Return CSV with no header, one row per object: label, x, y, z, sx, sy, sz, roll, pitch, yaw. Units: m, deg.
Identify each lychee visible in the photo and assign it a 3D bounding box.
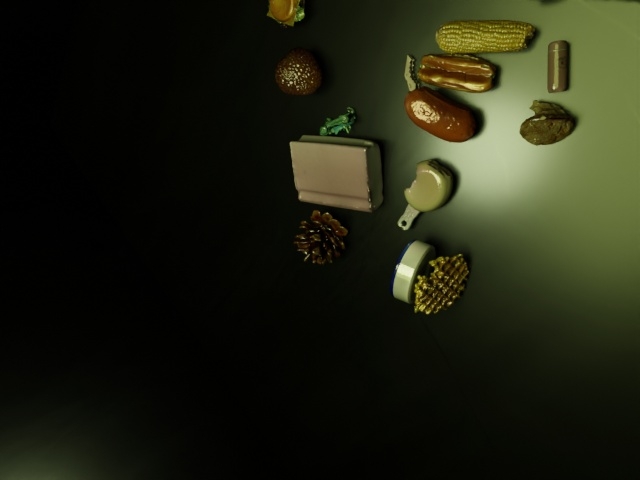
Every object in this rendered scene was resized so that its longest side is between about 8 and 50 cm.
lychee,-0.087,-0.660,1.820,0.194,0.194,0.195,13,112,34

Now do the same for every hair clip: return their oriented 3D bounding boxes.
hair clip,0.325,-0.534,1.629,0.072,0.034,0.226,-17,93,41

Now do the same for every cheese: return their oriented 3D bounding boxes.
cheese,0.364,-0.154,1.691,0.163,0.082,0.286,45,127,19

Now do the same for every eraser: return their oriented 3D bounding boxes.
eraser,0.064,-0.269,1.838,0.359,0.122,0.272,11,121,34

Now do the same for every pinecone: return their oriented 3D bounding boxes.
pinecone,-0.002,0.002,1.954,0.202,0.201,0.229,28,146,44

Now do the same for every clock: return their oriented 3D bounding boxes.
clock,0.342,0.116,1.696,0.083,0.230,0.230,25,118,28

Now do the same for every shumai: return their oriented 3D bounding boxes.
shumai,0.685,-0.352,1.389,0.139,0.105,0.123,21,160,41

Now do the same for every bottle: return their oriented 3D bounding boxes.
bottle,0.688,-0.503,1.346,0.053,0.053,0.140,4,106,37

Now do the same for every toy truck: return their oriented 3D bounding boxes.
toy truck,0.074,-0.455,1.832,0.154,0.080,0.078,-16,121,40

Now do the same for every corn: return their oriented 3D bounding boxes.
corn,0.501,-0.625,1.427,0.293,0.106,0.106,16,114,30

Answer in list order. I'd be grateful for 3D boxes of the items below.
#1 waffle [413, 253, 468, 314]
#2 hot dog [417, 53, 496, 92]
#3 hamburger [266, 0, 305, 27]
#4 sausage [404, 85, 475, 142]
waffle,0.431,0.155,1.653,0.051,0.231,0.229,40,136,54
hot dog,0.440,-0.550,1.510,0.269,0.072,0.115,26,120,31
hamburger,-0.124,-0.926,1.813,0.189,0.093,0.164,46,129,19
sausage,0.394,-0.412,1.538,0.258,0.133,0.133,30,123,4
